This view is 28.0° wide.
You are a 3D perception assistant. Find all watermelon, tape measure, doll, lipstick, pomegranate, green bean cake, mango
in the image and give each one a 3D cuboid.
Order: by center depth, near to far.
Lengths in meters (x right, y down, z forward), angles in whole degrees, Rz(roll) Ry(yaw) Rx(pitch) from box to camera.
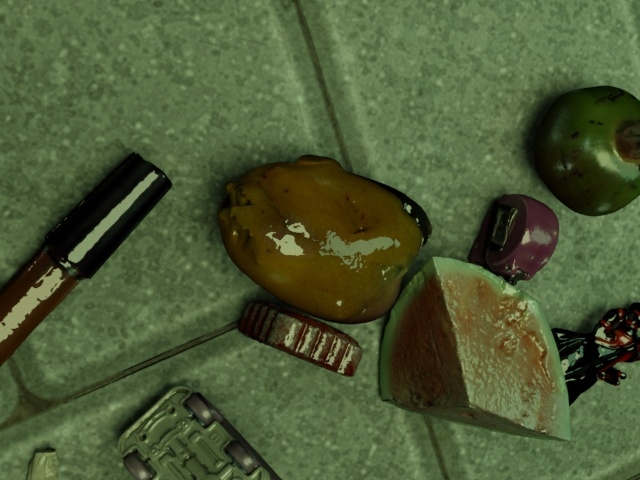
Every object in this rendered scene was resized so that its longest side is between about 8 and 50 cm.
[{"bbox_3d":[-0.345,0.060,1.563,0.418,0.077,0.077,-47,113,-4],"label":"lipstick"},{"bbox_3d":[0.000,0.000,1.631,0.287,0.153,0.201,24,48,-27],"label":"mango"},{"bbox_3d":[-0.025,0.124,1.667,0.135,0.136,0.056,22,86,-27],"label":"green bean cake"},{"bbox_3d":[0.391,-0.124,1.734,0.180,0.210,0.179,1,87,-29],"label":"pomegranate"},{"bbox_3d":[0.202,0.152,1.739,0.256,0.176,0.260,-5,85,7],"label":"watermelon"},{"bbox_3d":[0.266,-0.001,1.764,0.074,0.118,0.125,19,91,-25],"label":"tape measure"},{"bbox_3d":[0.380,0.173,1.869,0.249,0.088,0.127,-25,88,-24],"label":"doll"}]

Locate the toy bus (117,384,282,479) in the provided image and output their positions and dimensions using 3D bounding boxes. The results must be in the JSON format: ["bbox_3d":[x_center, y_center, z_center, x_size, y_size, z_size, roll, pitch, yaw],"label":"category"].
[{"bbox_3d":[-0.148,0.298,1.631,0.142,0.202,0.142,-44,145,-6],"label":"toy bus"}]

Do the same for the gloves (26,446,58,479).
[{"bbox_3d":[-0.354,0.292,1.636,0.044,0.037,0.081,3,110,15],"label":"gloves"}]
